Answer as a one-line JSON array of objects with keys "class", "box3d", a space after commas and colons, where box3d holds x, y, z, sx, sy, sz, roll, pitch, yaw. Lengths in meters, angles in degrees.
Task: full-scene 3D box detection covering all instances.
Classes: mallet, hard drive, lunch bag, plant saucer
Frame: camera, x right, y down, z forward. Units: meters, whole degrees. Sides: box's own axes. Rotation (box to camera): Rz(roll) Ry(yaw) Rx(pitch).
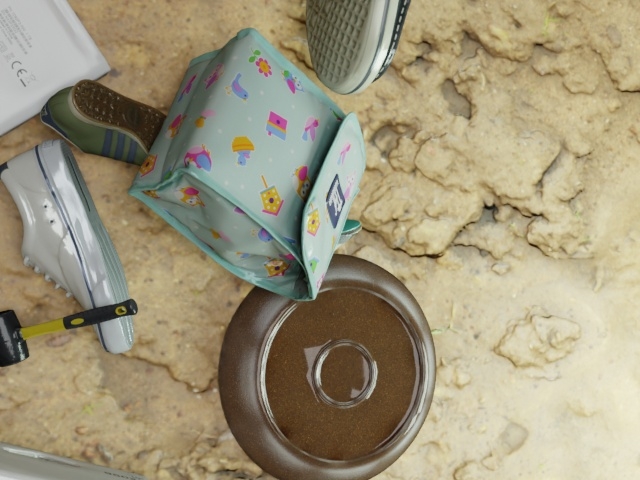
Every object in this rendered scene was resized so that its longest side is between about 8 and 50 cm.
[{"class": "mallet", "box3d": [-0.288, 0.103, 1.055, 0.189, 0.039, 0.062, -7, 100, 16]}, {"class": "hard drive", "box3d": [-0.422, -0.200, 1.061, 0.307, 0.040, 0.203, -36, 101, -19]}, {"class": "lunch bag", "box3d": [-0.060, -0.079, 1.126, 0.262, 0.160, 0.223, 38, 55, -28]}, {"class": "plant saucer", "box3d": [0.023, 0.171, 1.224, 0.310, 0.050, 0.311, 1, 87, -21]}]

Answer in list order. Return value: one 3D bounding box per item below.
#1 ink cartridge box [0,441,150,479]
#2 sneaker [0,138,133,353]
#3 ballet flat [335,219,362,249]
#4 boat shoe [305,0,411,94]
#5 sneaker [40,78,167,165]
[{"class": "ink cartridge box", "box3d": [-0.354, 0.427, 0.998, 0.285, 0.166, 0.395, 19, 81, -21]}, {"class": "sneaker", "box3d": [-0.292, 0.015, 1.091, 0.091, 0.094, 0.258, -20, 95, 2]}, {"class": "ballet flat", "box3d": [0.000, 0.000, 1.230, 0.114, 0.041, 0.041, -11, 92, -22]}, {"class": "boat shoe", "box3d": [0.102, -0.399, 1.184, 0.156, 0.187, 0.500, 23, 65, -27]}, {"class": "sneaker", "box3d": [-0.244, -0.128, 1.118, 0.192, 0.086, 0.064, 29, 58, -48]}]
